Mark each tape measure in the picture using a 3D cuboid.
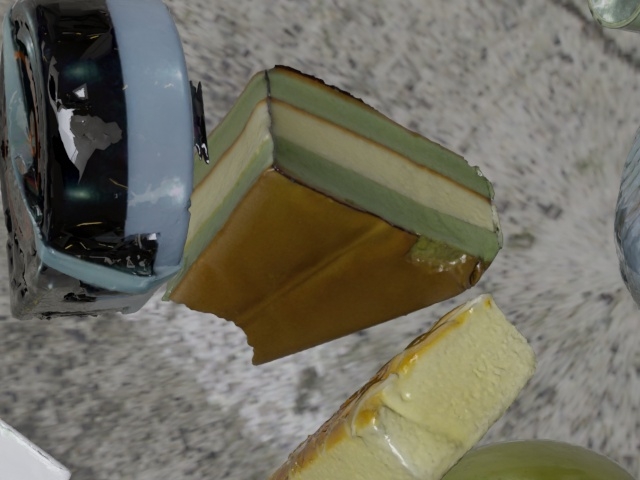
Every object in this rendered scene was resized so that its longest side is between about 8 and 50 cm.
[{"bbox_3d":[-0.126,-0.052,0.978,0.107,0.181,0.182,-2,84,-21],"label":"tape measure"}]

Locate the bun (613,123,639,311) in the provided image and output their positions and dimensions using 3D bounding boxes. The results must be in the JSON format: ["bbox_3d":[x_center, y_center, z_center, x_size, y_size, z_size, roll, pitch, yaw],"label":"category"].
[{"bbox_3d":[0.330,-0.049,1.047,0.194,0.354,0.354,35,95,-13],"label":"bun"}]

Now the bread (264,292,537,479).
[{"bbox_3d":[0.039,0.117,1.021,0.068,0.188,0.125,45,54,4],"label":"bread"}]

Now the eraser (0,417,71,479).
[{"bbox_3d":[-0.238,0.032,0.657,0.298,0.078,0.076,38,71,-7],"label":"eraser"}]

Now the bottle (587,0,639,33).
[{"bbox_3d":[0.336,-0.217,1.597,0.072,0.201,0.072,-4,85,49],"label":"bottle"}]

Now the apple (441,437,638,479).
[{"bbox_3d":[0.183,0.315,1.554,0.279,0.279,0.279,0,89,10],"label":"apple"}]

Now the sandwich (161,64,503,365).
[{"bbox_3d":[0.000,0.000,1.447,0.227,0.155,0.198,24,126,-23],"label":"sandwich"}]
